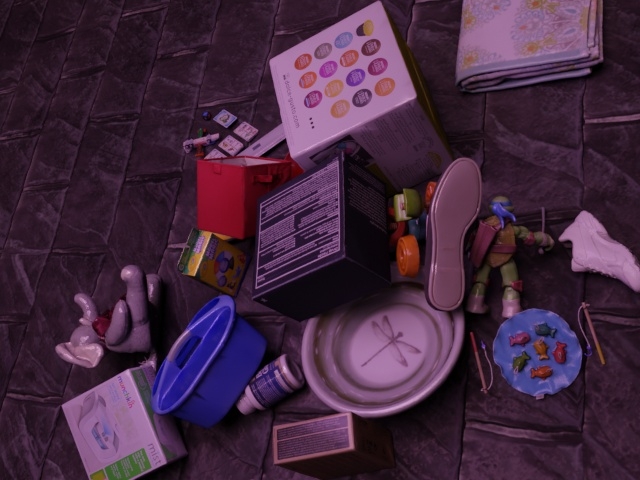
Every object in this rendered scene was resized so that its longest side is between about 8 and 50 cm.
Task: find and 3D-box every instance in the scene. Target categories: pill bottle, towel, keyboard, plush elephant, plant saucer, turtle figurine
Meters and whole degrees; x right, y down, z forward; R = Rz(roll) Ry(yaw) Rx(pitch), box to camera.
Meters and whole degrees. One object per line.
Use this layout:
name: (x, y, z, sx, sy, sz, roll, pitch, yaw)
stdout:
pill bottle: (-0.132, 0.366, 1.790, 0.169, 0.094, 0.094, -34, 55, 11)
towel: (0.547, -0.556, 1.875, 0.374, 0.090, 0.321, -2, 63, 28)
keyboard: (-0.191, -0.279, 2.172, 0.256, 0.014, 0.072, -35, 37, 3)
plush elephant: (-0.588, 0.238, 2.001, 0.255, 0.272, 0.330, -3, 88, 1)
plant saucer: (0.152, 0.239, 1.670, 0.400, 0.100, 0.401, -16, 49, 19)
turtle figurine: (0.424, 0.036, 1.640, 0.197, 0.275, 0.266, 5, 92, 0)

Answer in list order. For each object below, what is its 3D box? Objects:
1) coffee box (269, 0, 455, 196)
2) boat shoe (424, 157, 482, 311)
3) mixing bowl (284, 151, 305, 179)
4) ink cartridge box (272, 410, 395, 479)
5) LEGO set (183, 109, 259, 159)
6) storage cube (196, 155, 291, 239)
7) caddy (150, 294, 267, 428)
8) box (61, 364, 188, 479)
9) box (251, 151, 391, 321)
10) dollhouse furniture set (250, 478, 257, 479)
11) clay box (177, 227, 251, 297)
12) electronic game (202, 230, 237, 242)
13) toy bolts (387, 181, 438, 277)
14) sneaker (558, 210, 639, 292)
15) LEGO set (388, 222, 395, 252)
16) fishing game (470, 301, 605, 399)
coffee box: (0.113, -0.330, 1.846, 0.334, 0.338, 0.338, -24, 58, 17)
boat shoe: (0.276, -0.013, 1.566, 0.112, 0.095, 0.335, 8, 90, -9)
mixing bowl: (-0.038, -0.160, 1.974, 0.181, 0.098, 0.182, -176, 90, -66)
ink cartridge box: (0.033, 0.455, 1.569, 0.193, 0.234, 0.088, -16, 60, 21)
LEGO set: (-0.329, -0.326, 2.287, 0.182, 0.060, 0.244, -46, 54, -13)
storage cube: (-0.205, -0.121, 1.915, 0.215, 0.183, 0.193, 13, 107, 39)
caddy: (-0.298, 0.303, 1.814, 0.341, 0.179, 0.241, -56, 26, -6)
box: (-0.510, 0.497, 1.874, 0.231, 0.127, 0.262, -28, 77, 14)
box: (0.000, 0.000, 1.708, 0.296, 0.182, 0.294, -25, 48, 35)
dollhouse furniture set: (-0.305, 0.748, 1.727, 0.303, 0.174, 0.355, 4, 44, 31)
clay box: (-0.288, 0.061, 1.945, 0.053, 0.222, 0.127, 11, 76, 33)
electronic game: (-0.269, -0.096, 2.124, 0.229, 0.048, 0.229, -13, 61, 24)
toy bolts: (0.251, -0.021, 1.700, 0.158, 0.228, 0.218, -3, 85, -10)
sneaker: (0.611, 0.045, 1.551, 0.115, 0.090, 0.232, -43, 44, 12)
LEGO set: (0.060, -0.032, 1.871, 0.287, 0.107, 0.132, -6, 64, 27)
fishing game: (0.461, 0.241, 1.521, 0.264, 0.041, 0.189, -13, 82, 13)
